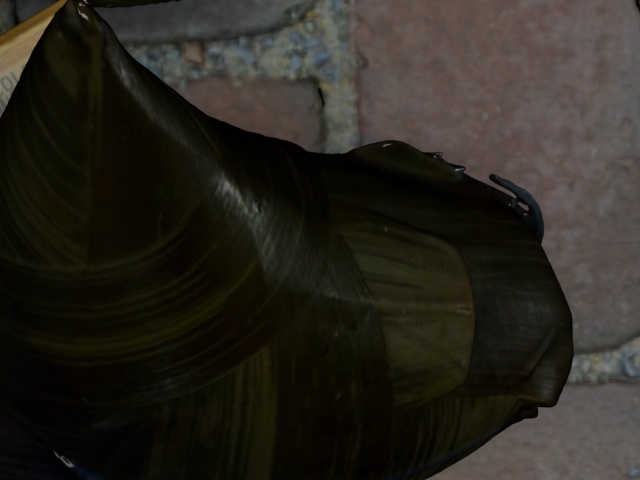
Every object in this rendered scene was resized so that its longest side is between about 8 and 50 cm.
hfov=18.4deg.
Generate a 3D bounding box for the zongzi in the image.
[{"bbox_3d":[0.000,0.000,0.970,0.403,0.432,0.208,-10,62,-27],"label":"zongzi"}]

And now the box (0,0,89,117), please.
[{"bbox_3d":[-0.233,-0.028,1.077,0.274,0.174,0.076,-32,94,-9],"label":"box"}]

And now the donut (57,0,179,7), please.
[{"bbox_3d":[-0.117,-0.248,1.109,0.272,0.107,0.272,2,73,-5],"label":"donut"}]
